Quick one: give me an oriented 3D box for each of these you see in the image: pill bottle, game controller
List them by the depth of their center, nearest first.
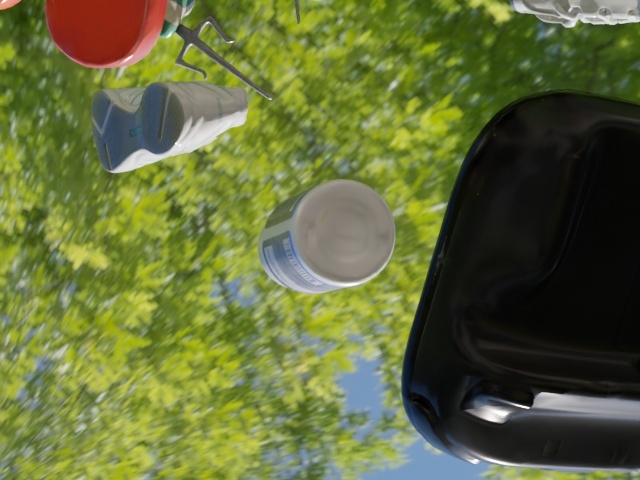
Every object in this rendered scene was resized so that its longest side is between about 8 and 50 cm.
[{"bbox_3d":[0.183,0.029,0.733,0.319,0.067,0.166,8,-83,-33],"label":"game controller"},{"bbox_3d":[0.000,0.000,1.182,0.078,0.137,0.078,1,-95,-16],"label":"pill bottle"}]

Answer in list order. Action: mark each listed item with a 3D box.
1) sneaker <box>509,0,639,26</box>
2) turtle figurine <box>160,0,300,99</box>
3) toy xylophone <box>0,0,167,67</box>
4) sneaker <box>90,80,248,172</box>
[{"bbox_3d":[0.219,-0.210,1.205,0.297,0.111,0.129,31,-86,14],"label":"sneaker"},{"bbox_3d":[-0.052,-0.217,1.011,0.175,0.118,0.234,-34,-93,-45],"label":"turtle figurine"},{"bbox_3d":[-0.146,-0.198,0.500,0.322,0.081,0.236,22,-71,23],"label":"toy xylophone"},{"bbox_3d":[-0.097,-0.072,0.982,0.061,0.152,0.054,-10,-83,-31],"label":"sneaker"}]
